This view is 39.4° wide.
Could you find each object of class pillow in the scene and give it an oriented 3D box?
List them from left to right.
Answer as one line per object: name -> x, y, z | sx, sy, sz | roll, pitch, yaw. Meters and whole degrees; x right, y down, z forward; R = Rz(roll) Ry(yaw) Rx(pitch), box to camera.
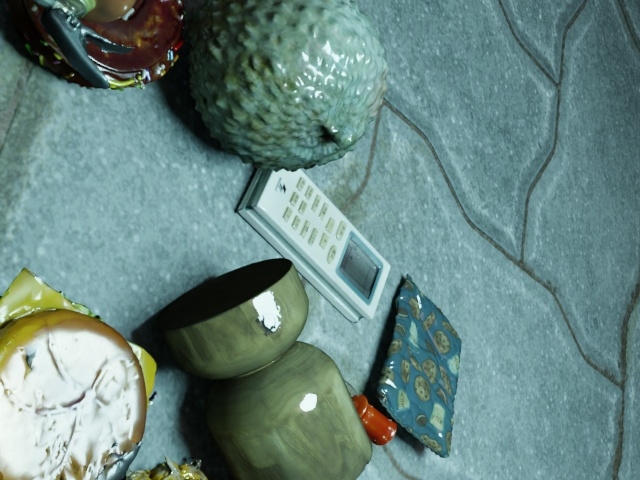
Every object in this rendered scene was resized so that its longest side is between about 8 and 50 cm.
pillow -> 0.165, 0.201, 1.433 | 0.189, 0.034, 0.255 | 49, 40, -30

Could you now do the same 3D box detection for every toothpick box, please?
toothpick box -> 0.071, 0.265, 1.326 | 0.083, 0.047, 0.047 | 43, 52, -33

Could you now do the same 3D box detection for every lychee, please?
lychee -> -0.046, -0.216, 1.148 | 0.255, 0.255, 0.274 | -2, 43, -49

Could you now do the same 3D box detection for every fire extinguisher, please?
fire extinguisher -> -0.247, -0.352, 0.936 | 0.200, 0.113, 0.376 | 21, 63, -15

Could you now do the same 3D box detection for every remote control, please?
remote control -> 0.000, 0.000, 1.298 | 0.277, 0.056, 0.102 | 45, 51, -32

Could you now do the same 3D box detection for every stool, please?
stool -> -0.064, 0.176, 1.090 | 0.179, 0.179, 0.264 | -38, 111, -46

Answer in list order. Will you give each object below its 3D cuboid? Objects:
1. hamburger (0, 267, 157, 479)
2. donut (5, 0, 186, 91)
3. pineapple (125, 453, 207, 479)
hamburger -> -0.278, 0.168, 0.876 | 0.262, 0.139, 0.243 | 44, 53, -33
donut -> -0.261, -0.280, 1.038 | 0.235, 0.089, 0.235 | 15, 69, -46
pineapple -> -0.161, 0.352, 1.020 | 0.225, 0.076, 0.224 | 13, 73, -49
